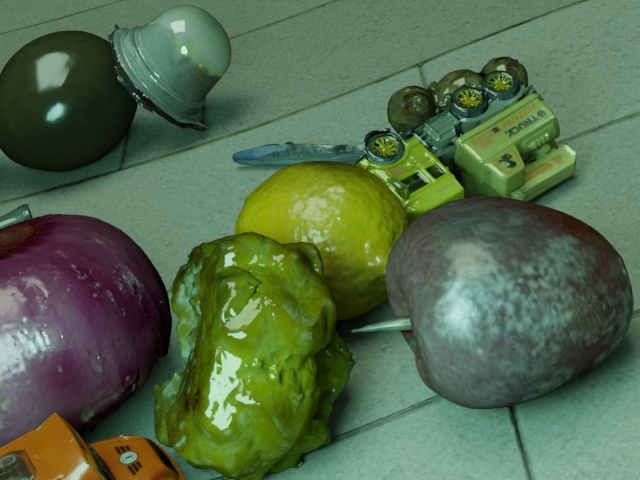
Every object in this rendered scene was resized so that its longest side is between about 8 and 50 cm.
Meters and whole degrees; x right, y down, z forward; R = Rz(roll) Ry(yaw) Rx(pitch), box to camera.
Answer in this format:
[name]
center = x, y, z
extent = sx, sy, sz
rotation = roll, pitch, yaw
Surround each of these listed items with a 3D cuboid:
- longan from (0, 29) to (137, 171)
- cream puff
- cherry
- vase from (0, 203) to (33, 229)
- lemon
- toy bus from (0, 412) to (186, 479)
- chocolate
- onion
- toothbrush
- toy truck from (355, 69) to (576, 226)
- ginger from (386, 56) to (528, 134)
[longan]
center = -0.416, -0.219, 2.082
extent = 0.248, 0.248, 0.248
rotation = -14, 31, 9
[cream puff]
center = -0.062, 0.121, 1.354
extent = 0.185, 0.282, 0.282
rotation = 10, 24, -20
[cherry]
center = 0.170, 0.059, 1.299
extent = 0.285, 0.213, 0.236
rotation = -9, 40, 0
[vase]
center = -0.524, 0.007, 1.914
extent = 0.214, 0.086, 0.086
rotation = -20, 30, -10
[lemon]
center = 0.000, 0.000, 1.513
extent = 0.256, 0.188, 0.188
rotation = 15, 45, 46
[toy bus]
center = -0.292, 0.282, 1.266
extent = 0.329, 0.153, 0.143
rotation = -27, 33, -17
[chocolate]
center = -0.214, -0.289, 2.052
extent = 0.147, 0.221, 0.221
rotation = -32, 24, 27
[onion]
center = -0.357, 0.100, 1.449
extent = 0.358, 0.345, 0.358
rotation = -30, 36, 25
[toothbrush]
center = 0.050, -0.126, 1.832
extent = 0.413, 0.035, 0.042
rotation = -1, 59, 30
[toy truck]
center = 0.184, -0.088, 1.614
extent = 0.272, 0.124, 0.157
rotation = -29, 54, -19
[ginger]
center = 0.193, -0.198, 1.817
extent = 0.204, 0.080, 0.104
rotation = -17, -3, -5
